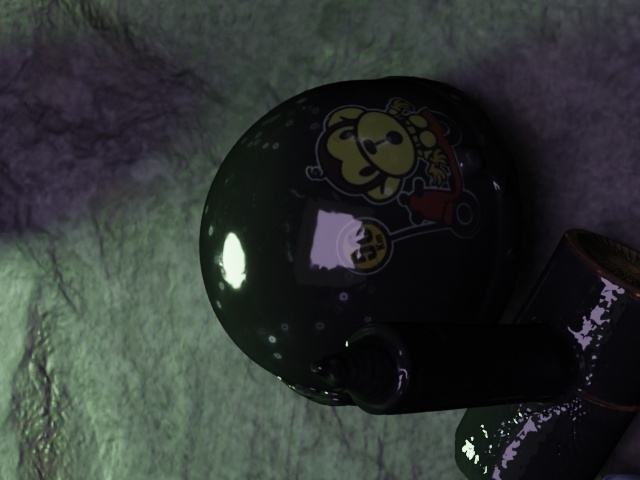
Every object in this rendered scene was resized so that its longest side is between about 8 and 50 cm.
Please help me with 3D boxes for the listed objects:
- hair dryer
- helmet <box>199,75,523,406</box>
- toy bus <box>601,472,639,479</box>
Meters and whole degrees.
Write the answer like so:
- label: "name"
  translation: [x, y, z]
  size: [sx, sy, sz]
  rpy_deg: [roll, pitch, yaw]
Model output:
- label: "hair dryer"
  translation: [0.093, 0.093, 1.171]
  size: [0.107, 0.352, 0.189]
  rpy_deg: [39, 112, 33]
- label: "helmet"
  translation: [0.000, 0.000, 1.301]
  size: [0.279, 0.160, 0.230]
  rpy_deg: [-32, 66, 35]
- label: "toy bus"
  translation: [0.270, 0.200, 1.233]
  size: [0.191, 0.064, 0.075]
  rpy_deg: [2, 56, 30]
